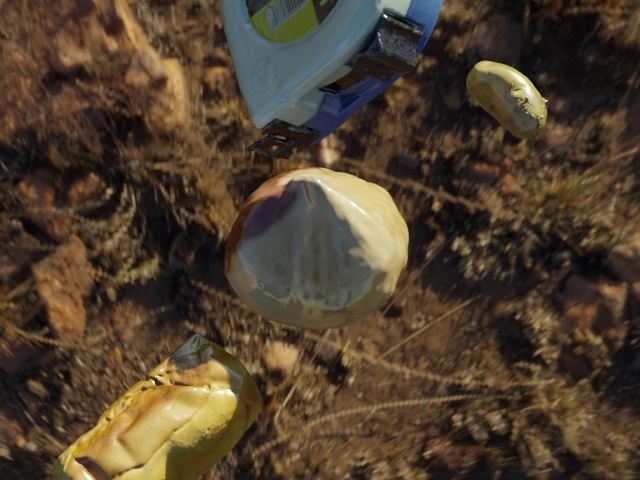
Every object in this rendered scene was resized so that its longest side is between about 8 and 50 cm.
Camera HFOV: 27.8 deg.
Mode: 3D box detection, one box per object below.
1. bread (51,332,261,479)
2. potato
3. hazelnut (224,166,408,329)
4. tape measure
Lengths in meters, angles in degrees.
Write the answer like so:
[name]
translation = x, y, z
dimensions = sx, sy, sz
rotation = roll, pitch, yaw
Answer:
[bread]
translation = -0.218, 0.269, 1.734
dimensions = 0.132, 0.167, 0.294
rotation = 40, 67, 20
[potato]
translation = 0.274, -0.207, 1.878
dimensions = 0.070, 0.091, 0.138
rotation = -36, 72, -13
[hazelnut]
translation = 0.000, 0.000, 1.781
dimensions = 0.261, 0.241, 0.261
rotation = 0, 37, 0
[tape measure]
translation = -0.016, -0.267, 1.133
dimensions = 0.215, 0.098, 0.351
rotation = -35, 59, 33
